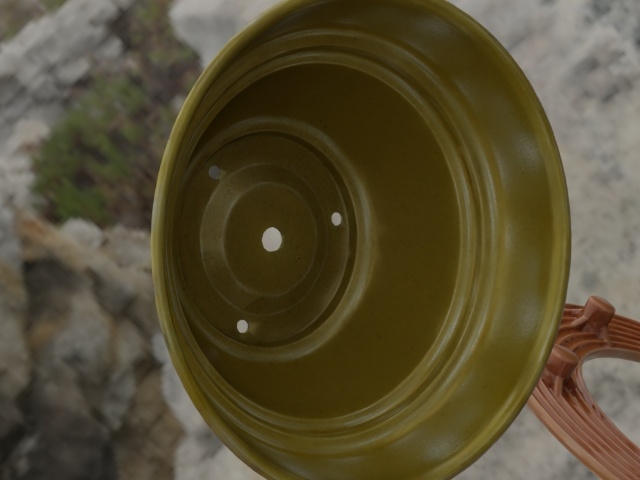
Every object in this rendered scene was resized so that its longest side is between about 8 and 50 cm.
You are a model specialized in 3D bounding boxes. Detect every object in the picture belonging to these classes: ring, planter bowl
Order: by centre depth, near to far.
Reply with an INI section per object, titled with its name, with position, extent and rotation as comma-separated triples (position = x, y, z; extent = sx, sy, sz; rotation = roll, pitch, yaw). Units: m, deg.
[planter bowl]
position = 0.000, 0.000, 0.759
extent = 0.090, 0.217, 0.217
rotation = 3, 56, 55
[ring]
position = 0.270, 0.128, 1.141
extent = 0.032, 0.336, 0.336
rotation = -63, 30, 20
